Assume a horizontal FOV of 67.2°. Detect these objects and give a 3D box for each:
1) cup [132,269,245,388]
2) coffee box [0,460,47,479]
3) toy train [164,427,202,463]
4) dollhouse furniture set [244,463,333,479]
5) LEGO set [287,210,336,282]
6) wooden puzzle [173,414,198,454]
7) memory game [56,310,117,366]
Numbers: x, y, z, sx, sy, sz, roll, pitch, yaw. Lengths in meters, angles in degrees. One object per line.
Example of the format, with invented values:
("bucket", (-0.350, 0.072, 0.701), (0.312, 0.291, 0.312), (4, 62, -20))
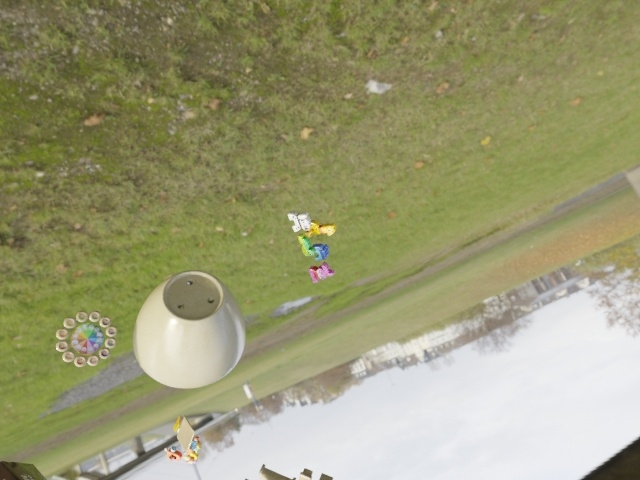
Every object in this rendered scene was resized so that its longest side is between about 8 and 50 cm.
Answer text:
("cup", (-0.366, 0.218, 1.380), (0.331, 0.331, 0.236), (-19, 149, -30))
("coffee box", (-0.579, 0.530, 0.825), (0.246, 0.141, 0.098), (-51, 158, -21))
("toy train", (-0.489, 0.743, 1.702), (0.046, 0.125, 0.166), (-64, 180, -62))
("dollhouse furniture set", (-0.158, 0.946, 1.750), (0.173, 0.356, 0.303), (-56, 158, -53))
("LEGO set", (0.000, 0.000, 1.370), (0.093, 0.227, 0.087), (-7, -152, 26))
("wooden puzzle", (-0.341, 0.493, 1.226), (0.014, 0.116, 0.078), (8, 112, -40))
("memory game", (-0.761, 0.319, 1.573), (0.186, 0.186, 0.012), (-18, -179, -34))
